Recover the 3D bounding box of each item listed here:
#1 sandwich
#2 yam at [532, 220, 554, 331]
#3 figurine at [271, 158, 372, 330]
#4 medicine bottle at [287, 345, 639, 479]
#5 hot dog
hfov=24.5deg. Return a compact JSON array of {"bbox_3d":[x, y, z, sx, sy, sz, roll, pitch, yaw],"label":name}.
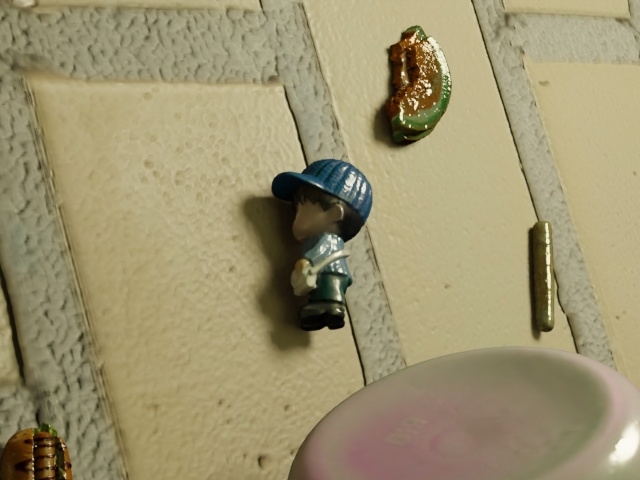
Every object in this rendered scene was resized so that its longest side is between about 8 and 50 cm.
[{"bbox_3d":[0.091,-0.141,1.357,0.067,0.029,0.135,36,49,-34],"label":"sandwich"},{"bbox_3d":[0.216,0.034,1.426,0.021,0.021,0.116,27,55,-39],"label":"yam"},{"bbox_3d":[0.009,0.000,1.170,0.077,0.079,0.136,81,-3,-71],"label":"figurine"},{"bbox_3d":[0.132,0.263,1.017,0.256,0.256,0.325,-41,121,-49],"label":"medicine bottle"},{"bbox_3d":[-0.173,0.172,0.917,0.049,0.037,0.122,9,65,-43],"label":"hot dog"}]
